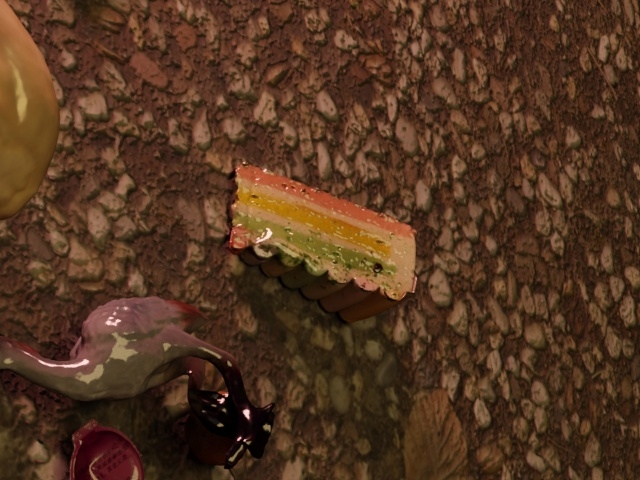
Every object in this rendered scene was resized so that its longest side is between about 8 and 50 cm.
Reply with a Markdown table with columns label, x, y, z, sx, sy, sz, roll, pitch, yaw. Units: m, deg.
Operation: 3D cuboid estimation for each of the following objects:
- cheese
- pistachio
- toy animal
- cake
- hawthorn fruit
| label | x | y | z | sx | sy | sz | roll | pitch | yaw |
| --- | --- | --- | --- | --- | --- | --- | --- | --- | --- |
| cheese | -0.183 | 0.230 | 1.489 | 0.095 | 0.038 | 0.145 | -40 | 110 | -49 |
| pistachio | -0.342 | -0.148 | 1.394 | 0.299 | 0.187 | 0.187 | 58 | 39 | -2 |
| toy animal | -0.185 | 0.108 | 1.490 | 0.324 | 0.090 | 0.195 | 15 | 31 | -24 |
| cake | -0.010 | 0.008 | 1.794 | 0.225 | 0.090 | 0.109 | 21 | 58 | -20 |
| hawthorn fruit | -0.094 | 0.198 | 1.596 | 0.067 | 0.067 | 0.103 | -46 | 130 | -49 |
